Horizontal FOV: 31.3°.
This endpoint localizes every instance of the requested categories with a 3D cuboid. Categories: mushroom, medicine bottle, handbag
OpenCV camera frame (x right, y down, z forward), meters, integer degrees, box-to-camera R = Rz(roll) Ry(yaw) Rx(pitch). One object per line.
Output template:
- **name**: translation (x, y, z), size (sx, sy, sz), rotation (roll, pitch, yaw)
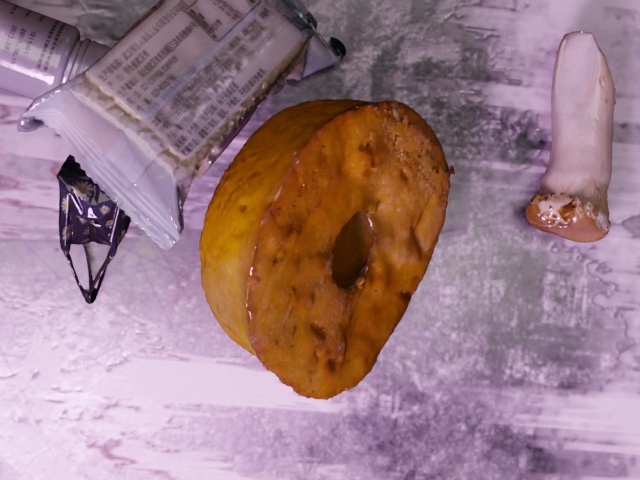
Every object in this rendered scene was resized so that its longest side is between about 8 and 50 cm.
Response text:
- **mushroom**: translation (0.258, -0.103, 1.155), size (0.084, 0.071, 0.209), rotation (4, 85, 25)
- **medicine bottle**: translation (-0.262, -0.171, 1.078), size (0.130, 0.080, 0.080), rotation (19, 87, -10)
- **handbag**: translation (-0.210, -0.007, 1.080), size (0.072, 0.115, 0.139), rotation (4, 106, -7)

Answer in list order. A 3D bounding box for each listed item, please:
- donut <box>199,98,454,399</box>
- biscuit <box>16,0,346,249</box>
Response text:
- **donut**: translation (0.002, -0.002, 1.046), size (0.277, 0.108, 0.278), rotation (-22, 122, -41)
- **biscuit**: translation (-0.113, -0.152, 1.055), size (0.186, 0.079, 0.309), rotation (41, 54, -7)
